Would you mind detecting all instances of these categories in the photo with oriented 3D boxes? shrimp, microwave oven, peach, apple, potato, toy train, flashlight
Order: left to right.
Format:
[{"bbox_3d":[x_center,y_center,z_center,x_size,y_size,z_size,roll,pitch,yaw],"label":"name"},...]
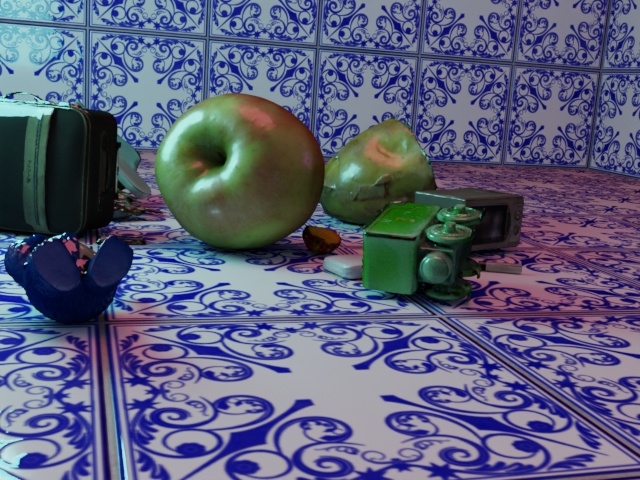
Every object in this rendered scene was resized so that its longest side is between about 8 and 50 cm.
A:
[{"bbox_3d":[-0.468,-0.084,1.827,0.233,0.079,0.090,12,-2,-9],"label":"shrimp"},{"bbox_3d":[-0.149,-0.133,1.589,0.319,0.319,0.277,8,-6,21],"label":"apple"},{"bbox_3d":[0.000,0.000,1.607,0.077,0.050,0.083,29,25,6],"label":"peach"},{"bbox_3d":[0.118,-0.138,1.963,0.237,0.301,0.289,-19,-18,-11],"label":"potato"},{"bbox_3d":[0.177,0.012,1.356,0.188,0.132,0.243,7,19,19],"label":"toy train"},{"bbox_3d":[0.320,-0.042,1.740,0.205,0.129,0.163,-5,12,-40],"label":"microwave oven"},{"bbox_3d":[0.348,0.052,1.550,0.083,0.018,0.018,5,13,5],"label":"flashlight"}]

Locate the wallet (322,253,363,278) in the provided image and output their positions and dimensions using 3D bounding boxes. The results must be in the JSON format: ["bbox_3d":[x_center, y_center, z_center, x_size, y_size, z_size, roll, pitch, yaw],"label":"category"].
[{"bbox_3d":[0.103,0.043,1.474,0.190,0.033,0.095,-3,15,-29],"label":"wallet"}]

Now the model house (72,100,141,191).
[{"bbox_3d":[-0.617,-0.161,1.964,0.230,0.249,0.280,41,14,-18],"label":"model house"}]

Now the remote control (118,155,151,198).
[{"bbox_3d":[-0.487,-0.190,1.854,0.245,0.022,0.077,46,15,1],"label":"remote control"}]

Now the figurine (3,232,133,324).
[{"bbox_3d":[-0.347,0.053,1.089,0.164,0.121,0.262,8,-7,-15],"label":"figurine"}]

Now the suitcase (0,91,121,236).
[{"bbox_3d":[-0.626,-0.161,1.630,0.434,0.283,0.194,7,8,10],"label":"suitcase"}]

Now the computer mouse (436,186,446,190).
[{"bbox_3d":[0.370,-0.079,2.107,0.231,0.079,0.128,17,10,-16],"label":"computer mouse"}]

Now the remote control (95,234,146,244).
[{"bbox_3d":[-0.393,-0.001,1.574,0.096,0.014,0.039,2,11,-17],"label":"remote control"}]
